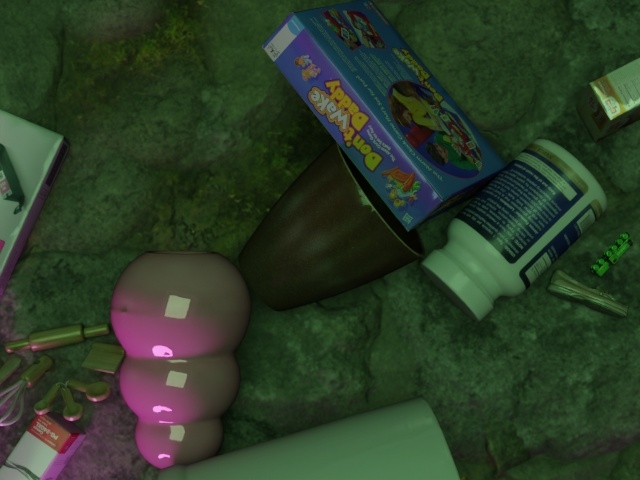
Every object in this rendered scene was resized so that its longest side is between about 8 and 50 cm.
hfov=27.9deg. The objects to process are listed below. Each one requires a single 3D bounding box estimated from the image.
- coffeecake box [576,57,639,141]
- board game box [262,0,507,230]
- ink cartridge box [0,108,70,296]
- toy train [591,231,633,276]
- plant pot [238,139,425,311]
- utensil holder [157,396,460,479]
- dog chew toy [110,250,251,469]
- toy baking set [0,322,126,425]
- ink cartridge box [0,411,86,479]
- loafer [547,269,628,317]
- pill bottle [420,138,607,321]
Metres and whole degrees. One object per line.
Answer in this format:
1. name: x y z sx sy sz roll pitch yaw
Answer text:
1. coffeecake box: 0.492 -0.233 1.948 0.186 0.142 0.068 -27 81 -1
2. board game box: 0.100 -0.197 1.915 0.078 0.233 0.347 -43 80 33
3. ink cartridge box: -0.556 -0.080 2.010 0.239 0.060 0.275 22 83 4
4. toy train: 0.448 0.022 1.975 0.024 0.017 0.083 45 85 -2
5. plant pot: 0.000 0.000 1.916 0.230 0.215 0.215 -36 81 13
6. utensil holder: 0.007 0.417 1.782 0.386 0.327 0.327 -17 81 -4
7. dog chew toy: -0.204 0.182 1.891 0.207 0.206 0.331 0 92 2
8. toy baking set: -0.416 0.198 1.918 0.256 0.196 0.030 -8 126 4
9. ink cartridge box: -0.424 0.333 1.914 0.063 0.109 0.150 34 84 6
10. loafer: 0.409 0.079 1.955 0.125 0.045 0.039 19 76 8
11. pill bottle: 0.284 -0.012 1.917 0.265 0.153 0.153 -44 82 -5
